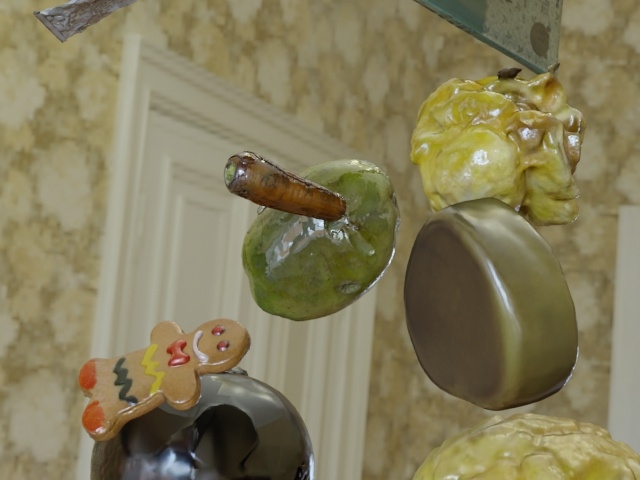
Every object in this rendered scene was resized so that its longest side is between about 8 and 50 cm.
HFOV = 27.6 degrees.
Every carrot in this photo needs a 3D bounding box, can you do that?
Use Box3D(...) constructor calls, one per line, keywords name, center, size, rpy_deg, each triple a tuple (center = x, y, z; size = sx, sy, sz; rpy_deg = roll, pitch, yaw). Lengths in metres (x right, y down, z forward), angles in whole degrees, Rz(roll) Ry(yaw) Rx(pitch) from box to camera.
Box3D(name="carrot", center=(-0.041, -0.058, 1.504), size=(0.161, 0.055, 0.055), rpy_deg=(21, -17, -38))

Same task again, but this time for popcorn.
Box3D(name="popcorn", center=(0.200, -0.104, 1.548), size=(0.190, 0.191, 0.253), rpy_deg=(-9, 4, -29))
Box3D(name="popcorn", center=(0.300, 0.394, 1.810), size=(0.344, 0.354, 0.390), rpy_deg=(-37, 13, -3))

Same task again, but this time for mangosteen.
Box3D(name="mangosteen", center=(-0.188, 0.407, 2.171), size=(0.381, 0.421, 0.381), rpy_deg=(-9, -34, -6))

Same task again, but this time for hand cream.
Box3D(name="hand cream", center=(-0.319, -0.391, 2.013), size=(0.257, 0.050, 0.084), rpy_deg=(-33, -31, 10))

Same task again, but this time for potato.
Box3D(name="potato", center=(-0.001, -0.001, 1.730), size=(0.228, 0.197, 0.148), rpy_deg=(-17, -27, 28))

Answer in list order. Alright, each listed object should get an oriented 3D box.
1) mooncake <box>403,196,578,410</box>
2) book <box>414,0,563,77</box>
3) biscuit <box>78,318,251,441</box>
Box3D(name="mooncake", center=(0.185, 0.066, 1.435), size=(0.117, 0.235, 0.235), rpy_deg=(-10, -3, -23))
Box3D(name="book", center=(0.231, -0.404, 1.810), size=(0.031, 0.264, 0.379), rpy_deg=(-3, -15, 43))
Box3D(name="biscuit", center=(-0.214, 0.171, 1.780), size=(0.250, 0.165, 0.036), rpy_deg=(-23, -48, 0))
